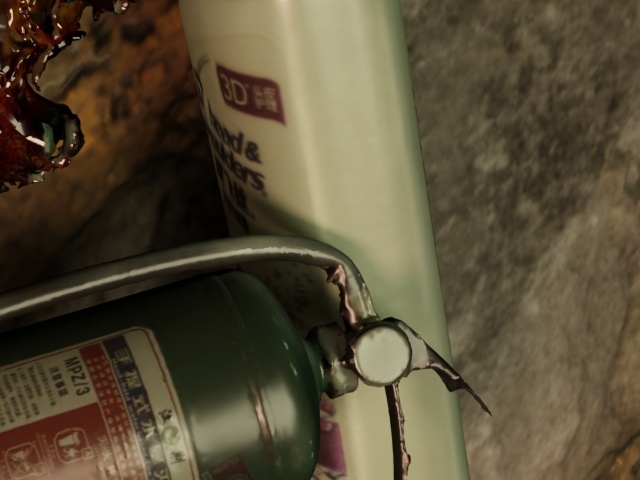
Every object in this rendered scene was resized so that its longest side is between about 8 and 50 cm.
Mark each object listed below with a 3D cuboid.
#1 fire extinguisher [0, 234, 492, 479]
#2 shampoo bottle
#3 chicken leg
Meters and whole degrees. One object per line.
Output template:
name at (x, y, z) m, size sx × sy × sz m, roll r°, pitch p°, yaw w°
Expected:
fire extinguisher at (-0.080, 0.067, 0.714) m, size 0.294 × 0.093 × 0.118 m, roll -16°, pitch 100°, yaw -15°
shampoo bottle at (0.000, 0.000, 0.818) m, size 0.078 × 0.134 × 0.359 m, roll -19°, pitch 120°, yaw -14°
chicken leg at (-0.123, -0.123, 0.689) m, size 0.105 × 0.063 × 0.234 m, roll -39°, pitch 130°, yaw -34°
